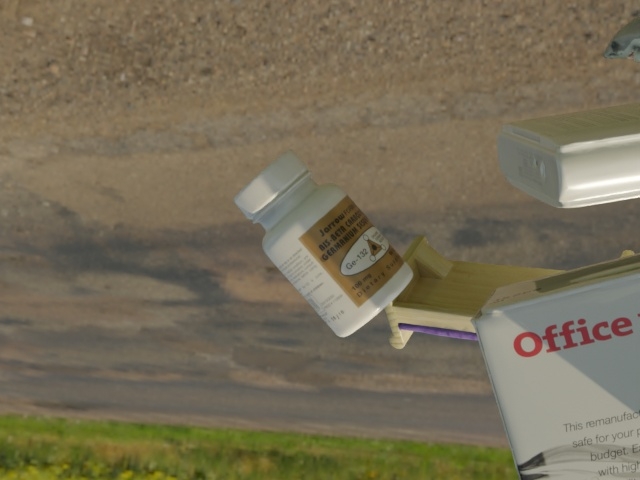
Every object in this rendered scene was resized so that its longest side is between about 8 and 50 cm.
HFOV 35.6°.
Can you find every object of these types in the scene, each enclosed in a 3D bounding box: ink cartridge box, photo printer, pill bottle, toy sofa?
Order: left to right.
[{"bbox_3d":[0.000,0.000,1.285,0.229,0.131,0.131,49,156,-2],"label":"pill bottle"},{"bbox_3d":[0.286,0.114,1.479,0.362,0.150,0.177,5,130,32],"label":"toy sofa"},{"bbox_3d":[0.445,-0.134,1.459,0.307,0.107,0.256,-10,-165,-9],"label":"photo printer"},{"bbox_3d":[0.270,0.164,0.759,0.223,0.307,0.129,-16,-177,18],"label":"ink cartridge box"}]

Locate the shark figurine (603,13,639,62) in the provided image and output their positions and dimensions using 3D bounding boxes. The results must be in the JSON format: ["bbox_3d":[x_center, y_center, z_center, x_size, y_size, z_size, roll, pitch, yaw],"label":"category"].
[{"bbox_3d":[0.465,-0.274,1.093,0.278,0.116,0.166,-8,168,-8],"label":"shark figurine"}]
